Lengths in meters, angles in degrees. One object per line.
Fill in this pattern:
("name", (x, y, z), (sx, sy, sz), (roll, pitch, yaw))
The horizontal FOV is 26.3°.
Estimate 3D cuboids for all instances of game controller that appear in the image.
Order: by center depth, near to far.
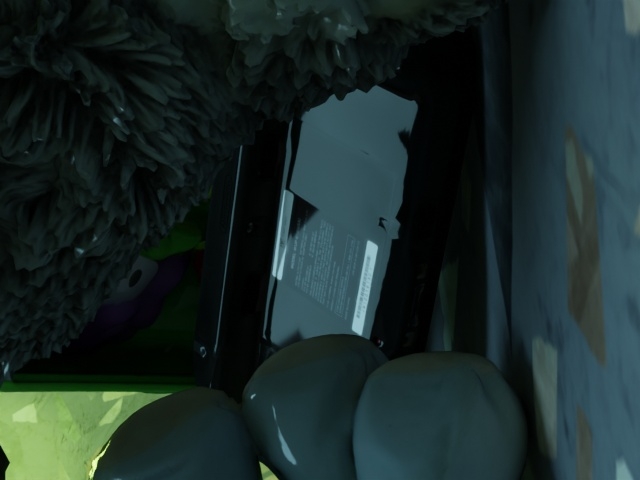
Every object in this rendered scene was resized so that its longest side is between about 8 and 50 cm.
("game controller", (0.000, 0.000, 0.762), (0.166, 0.067, 0.319), (27, 121, 33))

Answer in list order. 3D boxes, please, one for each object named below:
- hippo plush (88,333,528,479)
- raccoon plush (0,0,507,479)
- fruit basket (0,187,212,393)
("hippo plush", (0.031, 0.200, 0.640), (0.294, 0.234, 0.236), (18, 144, 42))
("raccoon plush", (-0.078, -0.026, 0.620), (0.216, 0.299, 0.446), (-100, 11, -44))
("fruit basket", (-0.069, -0.038, 0.930), (0.392, 0.392, 0.283), (95, 170, -76))
